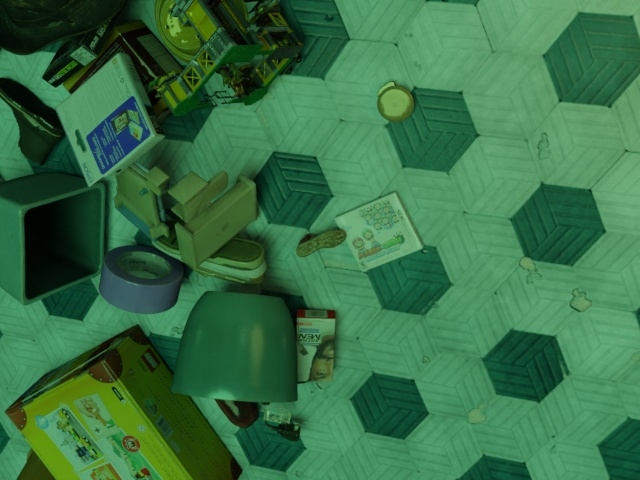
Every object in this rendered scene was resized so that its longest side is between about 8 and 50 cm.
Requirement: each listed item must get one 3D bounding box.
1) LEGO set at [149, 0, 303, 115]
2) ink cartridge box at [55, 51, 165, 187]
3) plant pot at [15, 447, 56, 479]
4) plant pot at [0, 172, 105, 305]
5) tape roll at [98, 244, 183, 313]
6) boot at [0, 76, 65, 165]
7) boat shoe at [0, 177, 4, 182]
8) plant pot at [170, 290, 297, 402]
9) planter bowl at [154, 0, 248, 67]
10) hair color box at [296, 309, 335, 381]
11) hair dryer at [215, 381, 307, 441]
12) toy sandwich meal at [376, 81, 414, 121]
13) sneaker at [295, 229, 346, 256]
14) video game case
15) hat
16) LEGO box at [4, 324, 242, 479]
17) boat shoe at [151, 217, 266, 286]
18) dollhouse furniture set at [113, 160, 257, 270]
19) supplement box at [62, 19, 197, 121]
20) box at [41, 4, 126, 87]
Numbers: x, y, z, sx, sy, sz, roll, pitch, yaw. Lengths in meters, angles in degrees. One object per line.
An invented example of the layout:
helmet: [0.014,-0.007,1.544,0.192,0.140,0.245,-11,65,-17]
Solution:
LEGO set: [-0.205,-0.397,1.643,0.192,0.331,0.255,55,134,10]
ink cartridge box: [-0.440,-0.247,1.719,0.208,0.045,0.206,-32,75,24]
plant pot: [-0.750,0.666,2.287,0.205,0.188,0.205,6,113,14]
plant pot: [-0.694,-0.033,1.967,0.252,0.248,0.247,21,117,27]
tape roll: [-0.425,0.091,1.958,0.189,0.189,0.080,21,115,7]
boot: [-0.713,-0.278,1.961,0.198,0.077,0.137,41,122,-1]
boat shoe: [-0.851,-0.167,2.045,0.081,0.068,0.227,-26,102,24]
plant pot: [-0.187,0.239,1.901,0.293,0.293,0.235,4,84,15]
planter bowl: [-0.269,-0.467,1.741,0.217,0.090,0.217,6,112,14]
hair color box: [-0.013,0.251,1.962,0.093,0.053,0.167,1,110,-2]
hair dryer: [-0.164,0.369,2.076,0.294,0.080,0.223,12,98,6]
toy sandwich meal: [0.155,-0.289,1.725,0.086,0.029,0.085,5,115,10]
sneaker: [0.000,0.000,1.877,0.119,0.067,0.042,-20,101,4]
video game case: [0.130,-0.018,1.846,0.157,0.019,0.143,-23,103,23]
hat: [-0.558,-0.533,1.663,0.331,0.331,0.134,2,146,15]
LEGO box: [-0.508,0.531,2.158,0.373,0.193,0.500,-28,102,24]
boat shoe: [-0.267,0.036,1.930,0.302,0.113,0.103,18,137,23]
dollhouse furniture set: [-0.320,-0.139,1.824,0.303,0.198,0.286,37,152,20]
supplement box: [-0.415,-0.340,1.813,0.191,0.129,0.194,-38,97,26]
box: [-0.496,-0.430,1.743,0.045,0.184,0.191,35,146,-32]
